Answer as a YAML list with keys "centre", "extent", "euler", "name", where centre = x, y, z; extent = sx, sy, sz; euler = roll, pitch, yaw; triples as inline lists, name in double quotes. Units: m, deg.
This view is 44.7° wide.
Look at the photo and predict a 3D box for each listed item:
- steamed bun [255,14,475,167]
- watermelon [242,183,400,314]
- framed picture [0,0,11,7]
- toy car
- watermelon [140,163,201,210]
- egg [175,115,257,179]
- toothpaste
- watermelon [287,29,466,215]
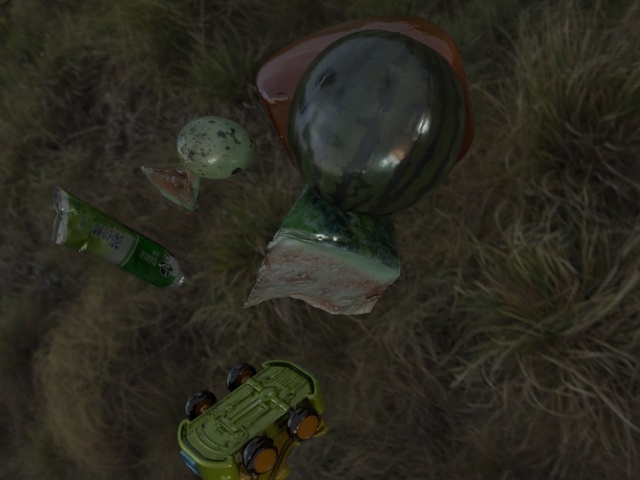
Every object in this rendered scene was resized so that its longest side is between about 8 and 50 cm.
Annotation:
- centre: [0.091, -0.265, 1.393]
  extent: [0.379, 0.235, 0.248]
  euler: [4, 49, 30]
  name: "steamed bun"
- centre: [0.000, 0.000, 1.096]
  extent: [0.310, 0.193, 0.231]
  euler: [-111, 29, -73]
  name: "watermelon"
- centre: [-0.534, -0.374, 1.184]
  extent: [0.173, 0.010, 0.231]
  euler: [-38, 10, 46]
  name: "framed picture"
- centre: [-0.102, 0.312, 1.267]
  extent: [0.248, 0.142, 0.200]
  euler: [-31, 34, -24]
  name: "toy car"
- centre: [-0.319, -0.138, 1.684]
  extent: [0.155, 0.080, 0.101]
  euler: [14, 62, 37]
  name: "watermelon"
- centre: [-0.138, -0.124, 1.043]
  extent: [0.085, 0.110, 0.085]
  euler: [8, 100, 58]
  name: "egg"
- centre: [-0.252, 0.011, 0.993]
  extent: [0.047, 0.248, 0.078]
  euler: [-15, 62, 22]
  name: "toothpaste"
- centre: [0.065, -0.131, 0.896]
  extent: [0.212, 0.212, 0.212]
  euler: [-15, 57, 25]
  name: "watermelon"
